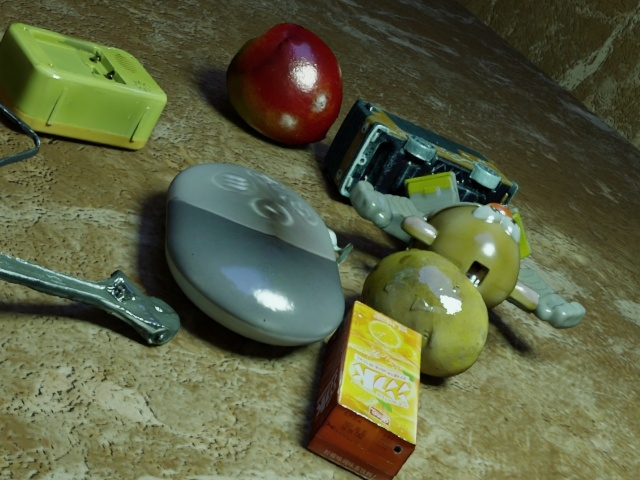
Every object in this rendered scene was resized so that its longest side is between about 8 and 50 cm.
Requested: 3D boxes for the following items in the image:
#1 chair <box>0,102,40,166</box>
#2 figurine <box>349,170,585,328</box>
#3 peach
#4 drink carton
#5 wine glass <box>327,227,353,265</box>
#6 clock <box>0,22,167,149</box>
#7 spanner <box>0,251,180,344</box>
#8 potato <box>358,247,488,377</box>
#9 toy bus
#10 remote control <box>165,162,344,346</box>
[{"bbox_3d":[-0.394,-0.055,1.000,0.145,0.140,0.221,42,31,-2],"label":"chair"},{"bbox_3d":[0.204,0.014,1.515,0.342,0.167,0.285,10,16,5],"label":"figurine"},{"bbox_3d":[-0.049,-0.243,1.729,0.197,0.197,0.197,25,24,-12],"label":"peach"},{"bbox_3d":[0.052,0.160,1.180,0.096,0.071,0.223,28,25,-7],"label":"drink carton"},{"bbox_3d":[0.000,0.000,1.477,0.083,0.042,0.039,34,-14,13],"label":"wine glass"},{"bbox_3d":[-0.316,-0.197,1.416,0.202,0.096,0.143,7,31,-45],"label":"clock"},{"bbox_3d":[-0.247,0.043,1.031,0.325,0.026,0.093,23,23,-53],"label":"spanner"},{"bbox_3d":[0.125,0.085,1.343,0.176,0.137,0.137,33,21,32],"label":"potato"},{"bbox_3d":[0.152,-0.108,1.734,0.275,0.138,0.167,20,20,-26],"label":"toy bus"},{"bbox_3d":[-0.078,0.009,1.282,0.221,0.103,0.332,20,27,-18],"label":"remote control"}]
